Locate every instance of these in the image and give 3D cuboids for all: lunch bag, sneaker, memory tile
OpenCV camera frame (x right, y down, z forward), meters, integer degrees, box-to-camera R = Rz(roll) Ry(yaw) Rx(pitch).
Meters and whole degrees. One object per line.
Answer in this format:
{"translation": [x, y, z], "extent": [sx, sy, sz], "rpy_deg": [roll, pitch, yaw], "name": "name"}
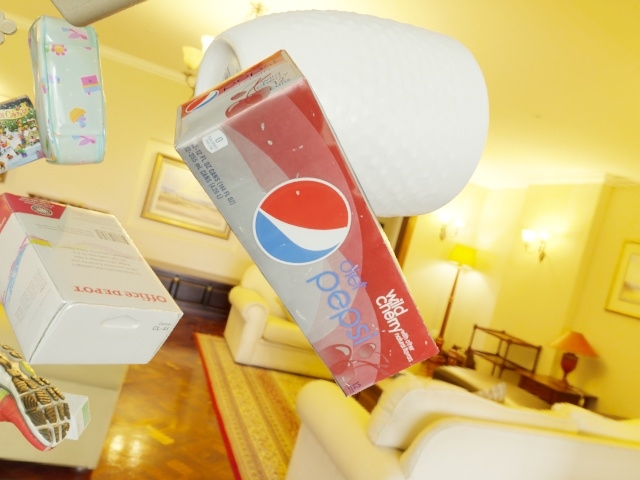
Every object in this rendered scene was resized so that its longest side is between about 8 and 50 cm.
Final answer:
{"translation": [-0.496, -0.287, 1.013], "extent": [0.108, 0.278, 0.224], "rpy_deg": [-7, 11, -32], "name": "lunch bag"}
{"translation": [-0.591, 0.310, 0.989], "extent": [0.279, 0.118, 0.107], "rpy_deg": [37, 0, 21], "name": "sneaker"}
{"translation": [-0.787, -0.480, 1.185], "extent": [0.113, 0.148, 0.012], "rpy_deg": [42, -16, -2], "name": "memory tile"}

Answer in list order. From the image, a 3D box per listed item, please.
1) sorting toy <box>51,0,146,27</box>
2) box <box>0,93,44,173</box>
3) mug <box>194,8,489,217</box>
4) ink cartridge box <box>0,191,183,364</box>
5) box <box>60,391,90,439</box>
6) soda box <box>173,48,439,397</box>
{"translation": [-0.301, -0.345, 0.570], "extent": [0.308, 0.041, 0.229], "rpy_deg": [-14, -39, 15], "name": "sorting toy"}
{"translation": [-0.828, -0.257, 1.318], "extent": [0.233, 0.159, 0.044], "rpy_deg": [-30, 37, -26], "name": "box"}
{"translation": [-0.013, -0.154, 0.745], "extent": [0.328, 0.276, 0.374], "rpy_deg": [-3, -14, -34], "name": "mug"}
{"translation": [-0.422, 0.066, 0.900], "extent": [0.306, 0.131, 0.226], "rpy_deg": [45, 16, 33], "name": "ink cartridge box"}
{"translation": [-0.764, 0.528, 1.559], "extent": [0.102, 0.101, 0.087], "rpy_deg": [9, 26, 2], "name": "box"}
{"translation": [0.000, 0.000, 0.396], "extent": [0.263, 0.092, 0.083], "rpy_deg": [60, 4, -34], "name": "soda box"}
